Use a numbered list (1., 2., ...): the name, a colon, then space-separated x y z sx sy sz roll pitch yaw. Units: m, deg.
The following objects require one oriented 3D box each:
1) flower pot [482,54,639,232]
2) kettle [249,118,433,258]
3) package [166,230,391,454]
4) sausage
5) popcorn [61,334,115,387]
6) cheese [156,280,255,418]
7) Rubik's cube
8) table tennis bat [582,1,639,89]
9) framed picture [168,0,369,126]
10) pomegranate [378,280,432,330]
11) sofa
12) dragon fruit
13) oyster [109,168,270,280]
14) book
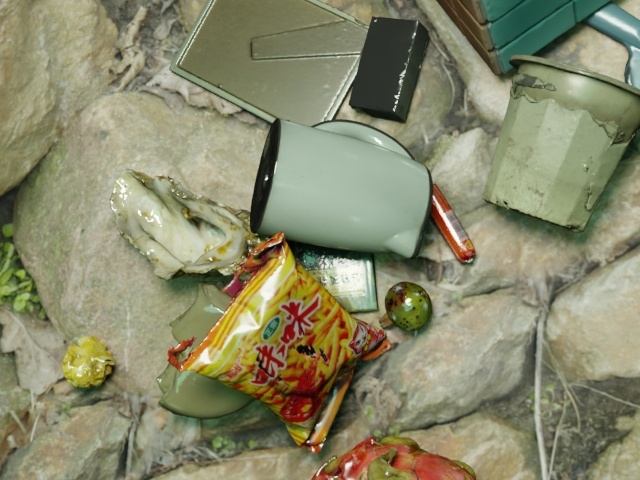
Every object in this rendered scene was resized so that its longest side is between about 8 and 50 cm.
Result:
1. flower pot: 0.324 -0.123 1.053 0.212 0.212 0.202 20 96 14
2. kettle: 0.035 -0.088 1.112 0.237 0.161 0.221 11 51 -12
3. package: -0.049 0.146 1.082 0.288 0.108 0.223 44 77 -27
4. sausage: 0.190 -0.021 1.152 0.034 0.034 0.129 -32 78 8
5. popcorn: -0.367 0.202 1.245 0.084 0.084 0.084 -1 84 13
6. cheese: -0.158 0.177 1.163 0.175 0.091 0.202 37 92 -5
7. Rubik's cube: 0.259 -0.407 1.060 0.231 0.225 0.221 -34 65 9
8. table tennis bat: 0.516 -0.242 1.099 0.329 0.044 0.215 38 94 12
9. framed picture: -0.076 -0.303 1.252 0.290 0.020 0.211 29 91 15
10. pomegranate: 0.119 0.096 1.139 0.085 0.073 0.073 -7 82 28
11. sofa: 0.105 -0.261 1.191 0.085 0.060 0.147 13 88 27
12. dragon fruit: 0.100 0.380 1.029 0.291 0.269 0.250 13 95 49
13. oyster: -0.183 -0.010 1.193 0.342 0.110 0.166 8 78 23
14. book: 0.000 0.000 1.199 0.160 0.024 0.228 -6 82 10
